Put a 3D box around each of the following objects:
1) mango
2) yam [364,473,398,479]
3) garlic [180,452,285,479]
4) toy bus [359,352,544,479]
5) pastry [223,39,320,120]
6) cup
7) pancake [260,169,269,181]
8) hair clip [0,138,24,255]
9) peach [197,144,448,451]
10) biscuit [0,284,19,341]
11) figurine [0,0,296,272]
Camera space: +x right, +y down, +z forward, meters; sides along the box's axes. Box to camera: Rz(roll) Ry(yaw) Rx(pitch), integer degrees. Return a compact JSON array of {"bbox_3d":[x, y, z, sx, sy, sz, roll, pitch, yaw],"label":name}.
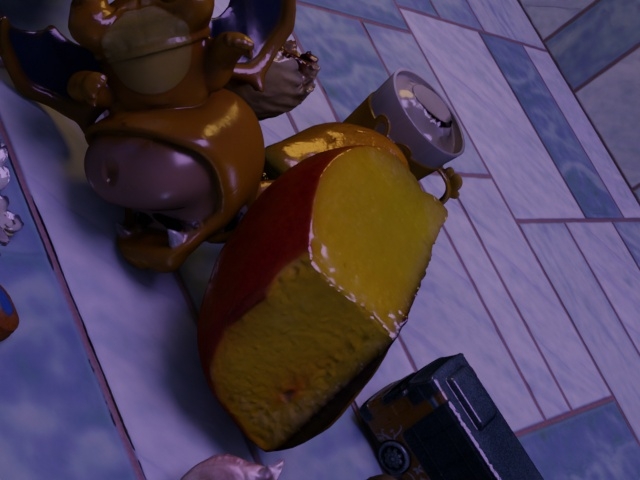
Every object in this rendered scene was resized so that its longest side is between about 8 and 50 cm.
[{"bbox_3d":[0.031,-0.108,1.620,0.317,0.119,0.176,-1,60,-48],"label":"mango"},{"bbox_3d":[0.032,0.341,1.254,0.083,0.083,0.371,61,16,13],"label":"yam"},{"bbox_3d":[-0.088,0.323,1.198,0.124,0.099,0.174,-37,91,-39],"label":"garlic"},{"bbox_3d":[0.198,0.313,1.510,0.275,0.167,0.138,57,32,7],"label":"toy bus"},{"bbox_3d":[-0.146,-0.262,1.601,0.237,0.170,0.256,6,23,-31],"label":"pastry"},{"bbox_3d":[0.135,-0.149,1.822,0.241,0.226,0.185,56,30,2],"label":"cup"},{"bbox_3d":[0.001,-0.001,1.648,0.382,0.071,0.382,32,36,-26],"label":"pancake"},{"bbox_3d":[-0.402,-0.059,1.200,0.116,0.049,0.172,10,49,-54],"label":"hair clip"},{"bbox_3d":[-0.023,0.066,1.327,0.242,0.306,0.380,36,48,-13],"label":"peach"},{"bbox_3d":[-0.412,0.071,1.009,0.205,0.049,0.324,52,22,-4],"label":"biscuit"},{"bbox_3d":[-0.173,-0.191,1.349,0.268,0.401,0.387,40,-32,58],"label":"figurine"}]
